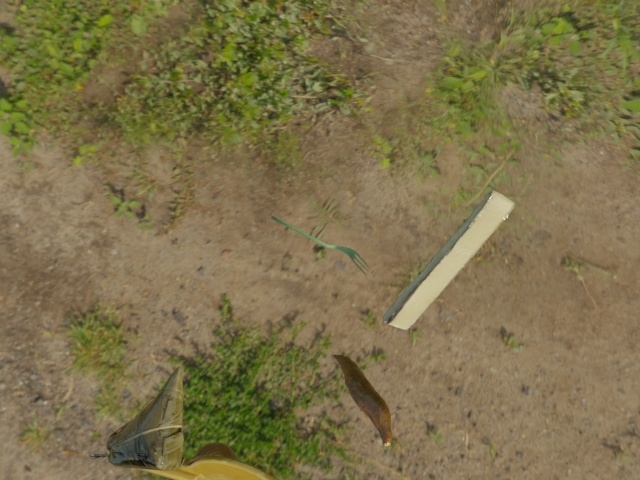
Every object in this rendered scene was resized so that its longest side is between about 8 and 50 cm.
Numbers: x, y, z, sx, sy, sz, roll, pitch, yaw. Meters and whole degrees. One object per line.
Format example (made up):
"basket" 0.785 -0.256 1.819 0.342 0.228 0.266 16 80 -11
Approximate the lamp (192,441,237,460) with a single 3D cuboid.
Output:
"lamp" -0.300 0.644 1.941 0.136 0.136 0.136 3 104 13

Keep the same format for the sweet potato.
"sweet potato" 0.107 0.389 1.754 0.066 0.314 0.072 -43 135 4

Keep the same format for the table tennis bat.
"table tennis bat" -0.218 0.464 1.327 0.321 0.050 0.198 18 135 4

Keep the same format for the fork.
"fork" 0.001 -0.001 1.389 0.235 0.021 0.039 30 141 15

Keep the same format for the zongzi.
"zongzi" -0.321 0.318 1.231 0.189 0.081 0.178 -8 72 33

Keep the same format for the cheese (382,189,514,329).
"cheese" 0.286 0.053 1.546 0.085 0.034 0.400 19 118 -37
